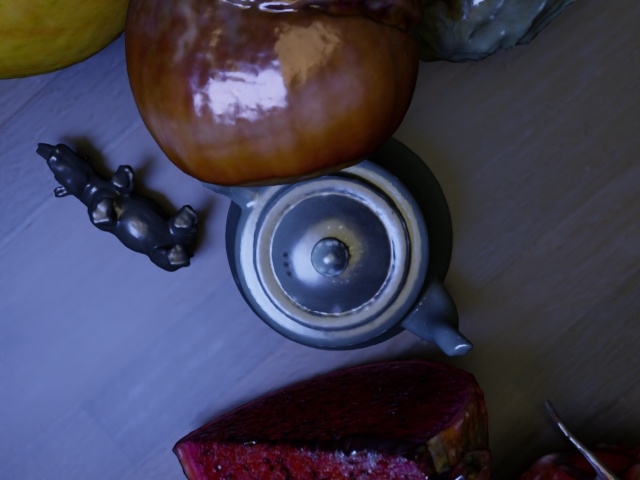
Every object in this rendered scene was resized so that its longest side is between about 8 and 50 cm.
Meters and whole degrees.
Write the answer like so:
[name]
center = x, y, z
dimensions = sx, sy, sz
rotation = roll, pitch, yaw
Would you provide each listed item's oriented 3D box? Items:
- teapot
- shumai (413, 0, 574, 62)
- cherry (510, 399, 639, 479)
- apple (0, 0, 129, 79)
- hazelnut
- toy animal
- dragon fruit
[teapot]
center = 0.000, 0.000, 1.034
dimensions = 0.239, 0.149, 0.162
rotation = 37, 98, -1
[shumai]
center = 0.128, -0.236, 1.009
dimensions = 0.218, 0.189, 0.255
rotation = -7, 71, -13
[cherry]
center = 0.184, 0.252, 1.034
dimensions = 0.192, 0.175, 0.249
rotation = 28, 98, 10
[apple]
center = -0.203, -0.237, 0.960
dimensions = 0.233, 0.286, 0.286
rotation = 13, 96, -21
[hazelnut]
center = -0.025, -0.119, 0.928
dimensions = 0.182, 0.182, 0.182
rotation = 0, 95, 3
[toy animal]
center = -0.144, -0.026, 1.083
dimensions = 0.136, 0.065, 0.047
rotation = 32, 78, -3
[dragon fruit]
center = 0.038, 0.162, 1.027
dimensions = 0.163, 0.262, 0.189
rotation = 46, 60, -26
